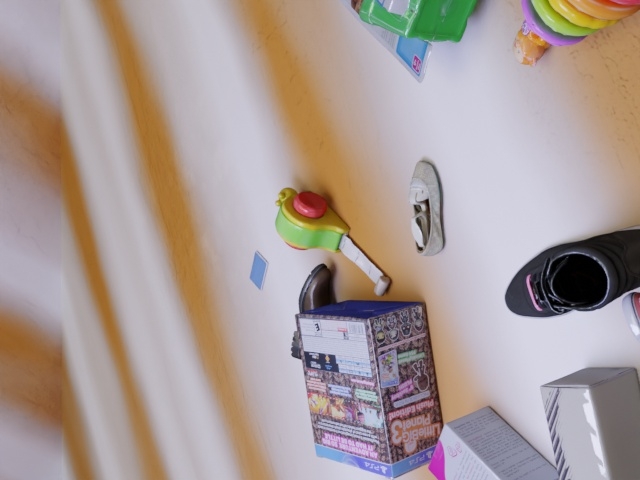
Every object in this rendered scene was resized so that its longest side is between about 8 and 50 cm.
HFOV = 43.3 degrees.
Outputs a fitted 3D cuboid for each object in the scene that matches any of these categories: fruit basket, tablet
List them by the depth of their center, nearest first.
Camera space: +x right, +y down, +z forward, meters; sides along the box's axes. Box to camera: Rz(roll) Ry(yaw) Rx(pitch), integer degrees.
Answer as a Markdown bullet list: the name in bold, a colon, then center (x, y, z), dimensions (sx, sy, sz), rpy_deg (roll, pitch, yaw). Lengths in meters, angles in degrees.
- **fruit basket**: center (0.117, -0.477, 1.275), dimensions (0.353, 0.165, 0.327), rpy_deg (53, 137, 36)
- **tablet**: center (-0.146, 0.072, 1.909), dimensions (0.054, 0.006, 0.083), rpy_deg (44, 133, 38)

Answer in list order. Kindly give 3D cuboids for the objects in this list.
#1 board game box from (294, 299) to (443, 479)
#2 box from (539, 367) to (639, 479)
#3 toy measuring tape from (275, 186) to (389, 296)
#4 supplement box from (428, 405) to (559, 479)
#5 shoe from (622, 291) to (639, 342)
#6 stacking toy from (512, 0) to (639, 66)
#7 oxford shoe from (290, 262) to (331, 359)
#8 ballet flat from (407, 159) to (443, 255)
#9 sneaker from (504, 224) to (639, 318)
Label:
- **board game box**: center (0.091, 0.269, 1.525), dimensions (0.232, 0.141, 0.291), rpy_deg (-3, 97, 54)
- **box**: center (0.405, 0.326, 1.143), dimensions (0.094, 0.113, 0.275), rpy_deg (-14, 86, 55)
- **toy measuring tape**: center (0.000, 0.000, 1.601), dimensions (0.330, 0.121, 0.121), rpy_deg (49, 134, 35)
- **supplement box**: center (0.295, 0.392, 1.308), dimensions (0.220, 0.114, 0.111), rpy_deg (42, 132, 38)
- **shoe**: center (0.472, 0.131, 1.043), dimensions (0.178, 0.063, 0.081), rpy_deg (60, 139, 15)
- **stacking toy**: center (0.332, -0.323, 1.061), dimensions (0.302, 0.165, 0.175), rpy_deg (132, 129, -65)
- **oxford shoe**: center (0.005, 0.156, 1.682), dimensions (0.096, 0.083, 0.227), rpy_deg (20, 117, 29)
- **ballet flat**: center (0.178, -0.055, 1.395), dimensions (0.057, 0.052, 0.168), rpy_deg (-7, 93, 54)
- **sneaker**: center (0.333, 0.057, 1.137), dimensions (0.295, 0.147, 0.105), rpy_deg (-30, 77, 54)
